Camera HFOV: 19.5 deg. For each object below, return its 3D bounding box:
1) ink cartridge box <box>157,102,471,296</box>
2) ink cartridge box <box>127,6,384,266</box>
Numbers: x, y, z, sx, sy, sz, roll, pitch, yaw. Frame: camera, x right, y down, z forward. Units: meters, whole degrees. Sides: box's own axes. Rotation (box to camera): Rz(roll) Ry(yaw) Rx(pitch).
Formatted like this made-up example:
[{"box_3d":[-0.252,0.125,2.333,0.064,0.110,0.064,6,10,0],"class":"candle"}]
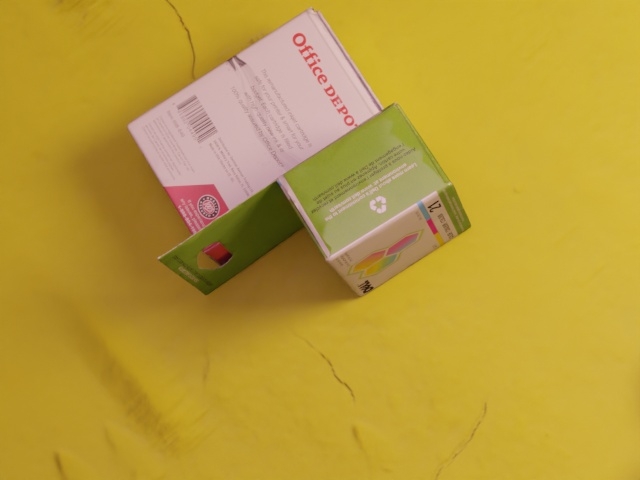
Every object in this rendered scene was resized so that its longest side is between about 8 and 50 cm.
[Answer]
[{"box_3d":[0.000,0.000,1.724,0.255,0.189,0.097,-33,75,2],"class":"ink cartridge box"},{"box_3d":[-0.050,-0.098,1.806,0.218,0.092,0.158,-33,73,3],"class":"ink cartridge box"}]
